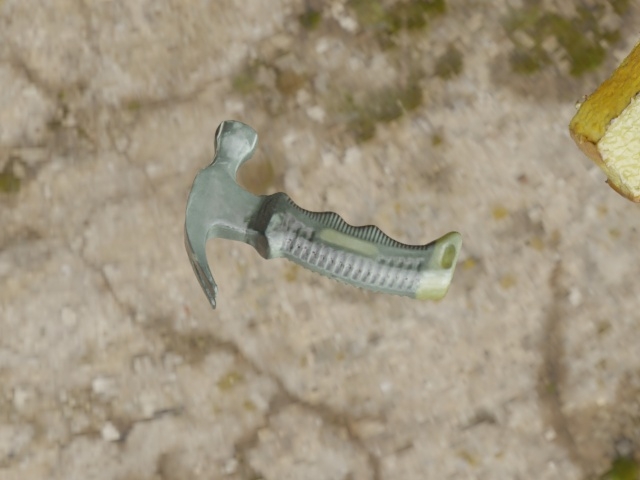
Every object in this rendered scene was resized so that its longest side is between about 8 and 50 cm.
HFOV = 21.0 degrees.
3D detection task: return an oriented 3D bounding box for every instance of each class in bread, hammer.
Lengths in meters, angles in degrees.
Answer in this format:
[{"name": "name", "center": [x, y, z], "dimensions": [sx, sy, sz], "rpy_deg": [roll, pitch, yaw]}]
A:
[{"name": "bread", "center": [0.291, -0.115, 1.479], "dimensions": [0.103, 0.065, 0.187], "rpy_deg": [26, 119, -31]}, {"name": "hammer", "center": [0.000, 0.000, 1.417], "dimensions": [0.227, 0.158, 0.041], "rpy_deg": [17, 153, -2]}]
